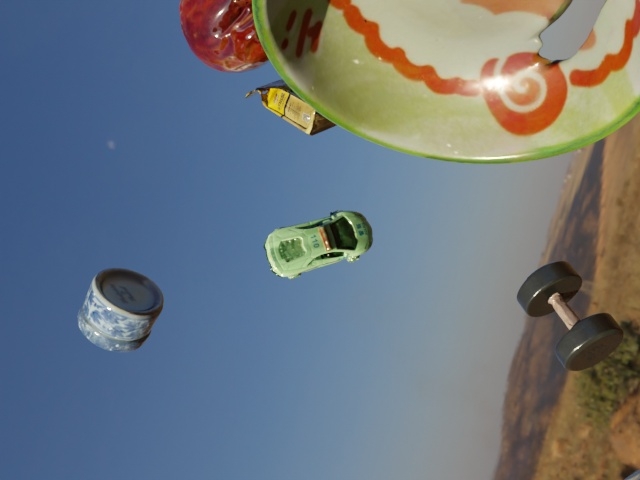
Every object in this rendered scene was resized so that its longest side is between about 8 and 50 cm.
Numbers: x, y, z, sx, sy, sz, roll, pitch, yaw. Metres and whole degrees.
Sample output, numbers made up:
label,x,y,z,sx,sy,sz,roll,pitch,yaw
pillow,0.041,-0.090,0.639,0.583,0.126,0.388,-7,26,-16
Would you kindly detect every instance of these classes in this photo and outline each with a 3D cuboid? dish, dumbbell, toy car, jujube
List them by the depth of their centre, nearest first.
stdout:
label,x,y,z,sx,sy,sz,roll,pitch,yaw
dish,0.116,-0.201,0.670,0.324,0.324,0.124,75,-153,-62
jujube,-0.090,-0.338,1.153,0.168,0.236,0.168,36,-142,-34
toy car,0.000,0.000,1.353,0.058,0.186,0.093,129,124,-73
dumbbell,0.566,0.171,1.878,0.152,0.218,0.152,-19,-36,-15

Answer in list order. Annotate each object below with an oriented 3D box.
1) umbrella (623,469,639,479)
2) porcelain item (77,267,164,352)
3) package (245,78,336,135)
label,x,y,z,sx,sy,sz,roll,pitch,yaw
umbrella,0.552,0.370,1.264,0.067,0.073,0.337,-20,-19,-20
porcelain item,-0.392,0.139,1.612,0.114,0.147,0.147,-60,-8,26
package,-0.036,-0.200,1.154,0.071,0.131,0.047,-29,-36,-42
